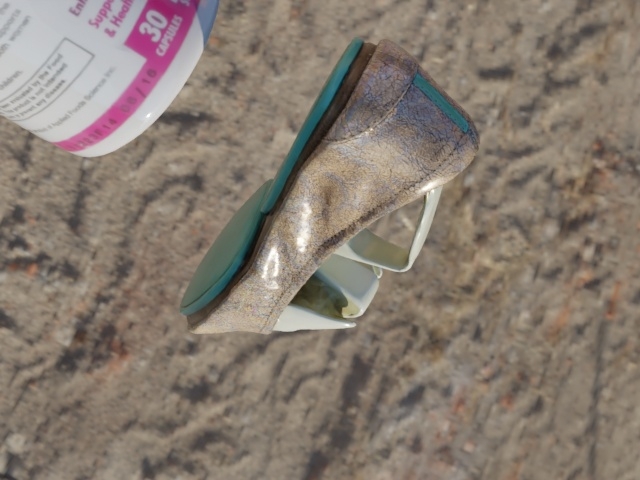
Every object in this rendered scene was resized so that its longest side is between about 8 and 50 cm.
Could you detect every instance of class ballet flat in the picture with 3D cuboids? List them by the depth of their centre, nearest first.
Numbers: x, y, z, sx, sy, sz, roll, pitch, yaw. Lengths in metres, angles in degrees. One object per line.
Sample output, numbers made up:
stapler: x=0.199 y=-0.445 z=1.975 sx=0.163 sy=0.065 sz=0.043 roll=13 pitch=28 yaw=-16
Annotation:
ballet flat: x=0.000 y=0.000 z=0.757 sx=0.107 sy=0.106 sz=0.316 roll=-65 pitch=-171 yaw=-32

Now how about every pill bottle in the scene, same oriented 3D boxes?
pill bottle: x=-0.207 y=-0.175 z=0.671 sx=0.283 sy=0.160 sz=0.160 roll=29 pitch=81 yaw=-35
